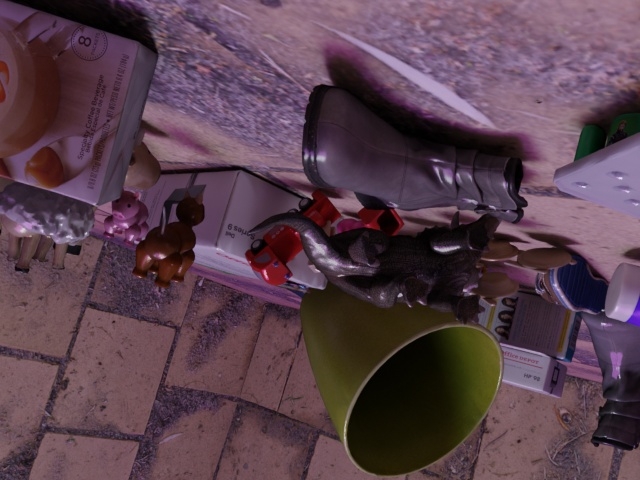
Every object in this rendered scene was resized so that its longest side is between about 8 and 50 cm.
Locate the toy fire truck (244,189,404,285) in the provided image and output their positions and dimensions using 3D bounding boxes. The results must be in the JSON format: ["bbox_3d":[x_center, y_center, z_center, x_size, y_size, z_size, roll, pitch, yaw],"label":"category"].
[{"bbox_3d":[0.000,0.000,0.933,0.047,0.192,0.135,49,180,-38],"label":"toy fire truck"}]

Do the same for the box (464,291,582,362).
[{"bbox_3d":[0.334,0.141,1.287,0.244,0.100,0.060,11,169,33],"label":"box"}]

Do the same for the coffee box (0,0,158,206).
[{"bbox_3d":[-0.281,-0.132,0.604,0.246,0.141,0.098,16,-172,-5],"label":"coffee box"}]

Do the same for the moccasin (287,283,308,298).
[{"bbox_3d":[0.020,0.084,1.410,0.342,0.137,0.117,17,166,-8],"label":"moccasin"}]

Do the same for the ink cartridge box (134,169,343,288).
[{"bbox_3d":[-0.138,-0.017,1.131,0.211,0.121,0.289,23,168,-38],"label":"ink cartridge box"}]

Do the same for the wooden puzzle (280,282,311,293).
[{"bbox_3d":[-0.049,0.071,1.100,0.083,0.006,0.049,7,171,43],"label":"wooden puzzle"}]

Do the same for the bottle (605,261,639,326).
[{"bbox_3d":[0.469,0.092,0.794,0.283,0.092,0.118,15,170,10],"label":"bottle"}]

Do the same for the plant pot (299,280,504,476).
[{"bbox_3d":[0.091,0.169,1.144,0.275,0.275,0.293,24,-167,-37],"label":"plant pot"}]

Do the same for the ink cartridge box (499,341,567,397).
[{"bbox_3d":[0.350,0.222,1.230,0.104,0.060,0.180,11,170,33],"label":"ink cartridge box"}]

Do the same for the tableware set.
[{"bbox_3d":[0.213,0.030,0.876,0.169,0.020,0.141,-17,-159,-25],"label":"tableware set"}]

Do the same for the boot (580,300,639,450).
[{"bbox_3d":[0.474,0.219,1.119,0.118,0.222,0.338,10,168,40],"label":"boot"}]

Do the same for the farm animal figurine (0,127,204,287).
[{"bbox_3d":[-0.305,-0.083,0.908,0.330,0.172,0.327,26,-170,35],"label":"farm animal figurine"}]

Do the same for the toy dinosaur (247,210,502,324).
[{"bbox_3d":[0.073,0.028,0.742,0.313,0.121,0.160,-4,178,-20],"label":"toy dinosaur"}]

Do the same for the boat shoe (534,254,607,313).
[{"bbox_3d":[0.323,0.061,0.951,0.066,0.066,0.183,11,169,39],"label":"boat shoe"}]

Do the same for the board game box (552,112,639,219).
[{"bbox_3d":[0.391,-0.027,0.378,0.390,0.050,0.390,18,171,-6],"label":"board game box"}]

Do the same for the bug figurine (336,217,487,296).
[{"bbox_3d":[0.133,0.026,1.066,0.216,0.072,0.279,19,177,29],"label":"bug figurine"}]

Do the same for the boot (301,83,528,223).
[{"bbox_3d":[0.093,-0.069,0.614,0.161,0.083,0.246,8,175,23],"label":"boot"}]
